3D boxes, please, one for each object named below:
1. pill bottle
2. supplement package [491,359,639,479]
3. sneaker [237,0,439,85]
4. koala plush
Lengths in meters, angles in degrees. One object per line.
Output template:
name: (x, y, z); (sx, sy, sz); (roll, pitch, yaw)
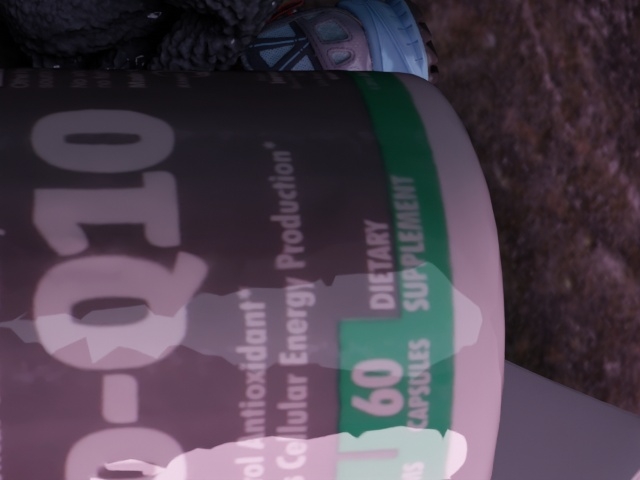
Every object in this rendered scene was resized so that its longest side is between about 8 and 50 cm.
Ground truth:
pill bottle: (-0.130, 0.036, 0.504); (0.361, 0.204, 0.204); (-2, 86, -12)
supplement package: (0.104, 0.197, 0.680); (0.134, 0.139, 0.244); (-41, 130, -27)
sneaker: (0.000, 0.000, 0.729); (0.125, 0.104, 0.262); (-3, 91, -5)
koala plush: (-0.125, -0.162, 0.613); (0.221, 0.203, 0.196); (35, 37, -12)
